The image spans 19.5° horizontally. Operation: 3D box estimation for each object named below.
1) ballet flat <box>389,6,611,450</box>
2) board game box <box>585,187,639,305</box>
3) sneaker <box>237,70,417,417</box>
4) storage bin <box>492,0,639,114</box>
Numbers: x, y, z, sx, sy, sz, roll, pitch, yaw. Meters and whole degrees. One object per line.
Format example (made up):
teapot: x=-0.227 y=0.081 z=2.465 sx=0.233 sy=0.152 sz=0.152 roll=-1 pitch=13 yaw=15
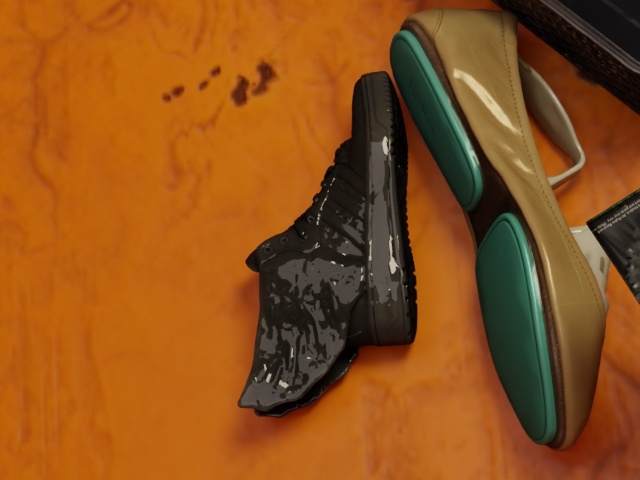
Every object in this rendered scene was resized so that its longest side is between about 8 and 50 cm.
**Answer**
ballet flat: x=0.103 y=-0.015 z=0.897 sx=0.073 sy=0.080 sz=0.232 roll=-12 pitch=71 yaw=-17
board game box: x=0.248 y=-0.022 z=0.719 sx=0.259 sy=0.030 sz=0.136 roll=-33 pitch=64 yaw=7
sneaker: x=0.001 y=0.000 z=0.934 sx=0.089 sy=0.051 sz=0.170 roll=-7 pitch=76 yaw=11
storage bin: x=0.146 y=-0.155 z=0.914 sx=0.180 sy=0.084 sz=0.122 roll=42 pitch=90 yaw=23
